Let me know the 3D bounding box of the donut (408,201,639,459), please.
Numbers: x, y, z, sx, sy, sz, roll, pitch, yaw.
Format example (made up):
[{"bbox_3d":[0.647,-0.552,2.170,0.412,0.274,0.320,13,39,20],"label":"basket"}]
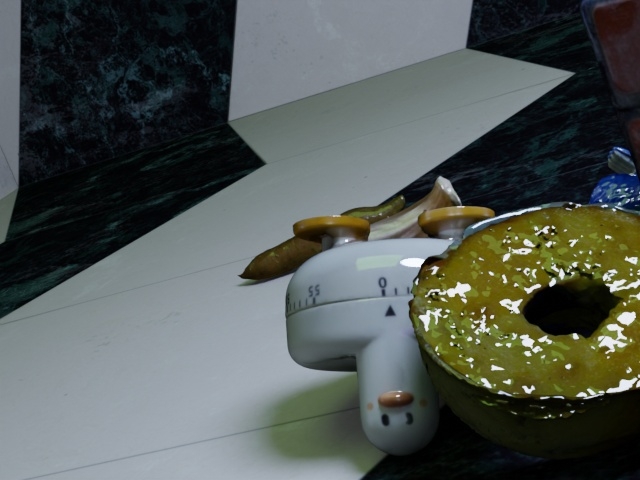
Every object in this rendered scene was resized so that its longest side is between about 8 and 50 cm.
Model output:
[{"bbox_3d":[0.209,0.081,1.133,0.272,0.107,0.272,-4,37,3],"label":"donut"}]

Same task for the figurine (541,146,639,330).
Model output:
[{"bbox_3d":[0.308,0.008,1.416,0.262,0.120,0.164,-42,13,-12],"label":"figurine"}]

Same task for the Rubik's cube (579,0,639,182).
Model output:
[{"bbox_3d":[0.506,-0.152,1.204,0.359,0.362,0.363,-5,22,47],"label":"Rubik's cube"}]

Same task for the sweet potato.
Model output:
[{"bbox_3d":[0.000,0.000,1.932,0.274,0.067,0.067,-23,14,6],"label":"sweet potato"}]

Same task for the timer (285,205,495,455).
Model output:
[{"bbox_3d":[0.080,0.095,1.311,0.234,0.240,0.233,-3,-12,-1],"label":"timer"}]

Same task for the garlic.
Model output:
[{"bbox_3d":[0.088,0.002,1.669,0.198,0.128,0.090,-16,31,6],"label":"garlic"}]
